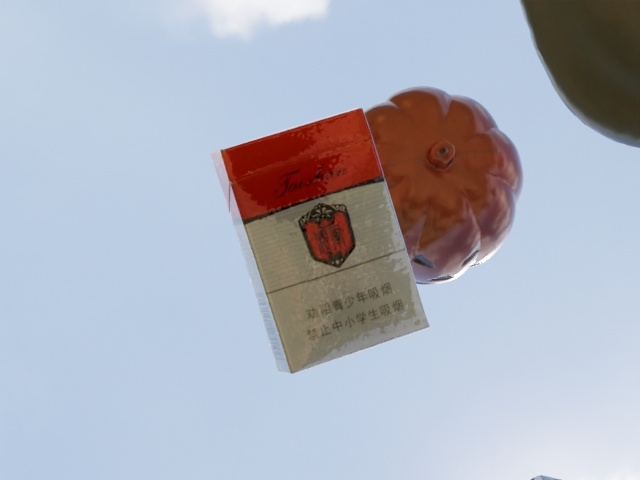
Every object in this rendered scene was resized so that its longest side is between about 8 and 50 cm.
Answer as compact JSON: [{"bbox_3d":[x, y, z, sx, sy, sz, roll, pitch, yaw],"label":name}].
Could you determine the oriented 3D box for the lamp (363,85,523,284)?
[{"bbox_3d":[0.101,-0.055,1.745,0.164,0.187,0.187,116,-10,-68],"label":"lamp"}]

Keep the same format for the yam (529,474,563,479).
[{"bbox_3d":[0.198,0.213,1.117,0.194,0.107,0.107,18,-104,14],"label":"yam"}]

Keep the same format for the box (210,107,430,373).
[{"bbox_3d":[0.000,0.000,1.195,0.048,0.100,0.152,163,-90,-74],"label":"box"}]

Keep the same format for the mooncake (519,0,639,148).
[{"bbox_3d":[0.250,-0.188,1.200,0.135,0.275,0.275,-30,-168,-39],"label":"mooncake"}]
